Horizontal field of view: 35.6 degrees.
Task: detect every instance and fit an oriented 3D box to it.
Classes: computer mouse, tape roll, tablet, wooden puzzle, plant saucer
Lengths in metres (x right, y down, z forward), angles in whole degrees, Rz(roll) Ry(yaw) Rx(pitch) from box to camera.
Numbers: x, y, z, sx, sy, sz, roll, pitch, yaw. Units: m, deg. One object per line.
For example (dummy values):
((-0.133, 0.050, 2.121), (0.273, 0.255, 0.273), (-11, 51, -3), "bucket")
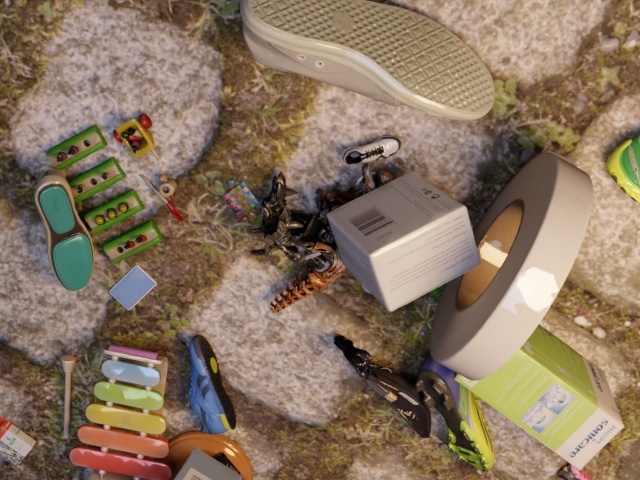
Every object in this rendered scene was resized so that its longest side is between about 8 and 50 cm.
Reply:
((0.137, 0.270, 1.835), (0.060, 0.184, 0.262), (-43, 100, -2), "computer mouse")
((0.303, 0.039, 1.617), (0.072, 0.392, 0.392), (28, 110, -5), "tape roll")
((-0.358, 0.090, 1.902), (0.083, 0.006, 0.054), (-42, 101, 17), "tablet")
((-0.145, -0.075, 1.821), (0.049, 0.006, 0.083), (-34, 103, 16), "wooden puzzle")
((-0.237, 0.479, 2.017), (0.200, 0.037, 0.200), (2, 110, 4), "plant saucer")

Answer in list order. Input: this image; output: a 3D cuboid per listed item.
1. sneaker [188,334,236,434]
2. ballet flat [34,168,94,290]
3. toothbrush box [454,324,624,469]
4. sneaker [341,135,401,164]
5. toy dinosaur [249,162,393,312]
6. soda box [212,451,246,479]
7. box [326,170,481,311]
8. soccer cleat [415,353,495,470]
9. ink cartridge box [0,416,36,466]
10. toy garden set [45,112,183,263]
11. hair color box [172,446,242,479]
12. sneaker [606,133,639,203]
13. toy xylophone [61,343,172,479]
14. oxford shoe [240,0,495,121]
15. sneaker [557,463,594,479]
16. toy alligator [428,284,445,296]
((-0.230, 0.284, 1.928), (0.082, 0.069, 0.209), (-11, 109, 13), "sneaker")
((-0.472, -0.023, 1.831), (0.086, 0.086, 0.248), (2, 126, 5), "ballet flat")
((0.379, 0.241, 1.779), (0.283, 0.206, 0.122), (35, 109, -8), "toothbrush box")
((0.089, -0.153, 1.751), (0.109, 0.044, 0.040), (-17, 106, 10), "sneaker")
((0.000, 0.000, 1.767), (0.218, 0.164, 0.322), (25, 92, -20), "toy dinosaur")
((-0.168, 0.504, 1.969), (0.060, 0.053, 0.169), (-33, 104, 15), "soda box")
((0.136, -0.003, 1.650), (0.182, 0.181, 0.119), (-27, 122, -11), "box")
((0.274, 0.318, 1.879), (0.093, 0.121, 0.289), (3, 133, 44), "soccer cleat")
((-0.645, 0.403, 2.032), (0.115, 0.029, 0.063), (38, 109, -9), "ink cartridge box")
((-0.356, -0.096, 1.811), (0.204, 0.049, 0.244), (-25, 106, 14), "toy garden set")
((-0.292, 0.588, 1.920), (0.114, 0.185, 0.374), (31, 128, 4), "hair color box")
((0.628, -0.077, 1.690), (0.295, 0.109, 0.123), (34, 113, -7), "sneaker")
((-0.404, 0.342, 1.955), (0.236, 0.081, 0.322), (3, 108, 5), "toy xylophone")
((0.076, -0.305, 1.660), (0.449, 0.169, 0.130), (18, 152, -9), "oxford shoe")
((0.507, 0.484, 1.945), (0.057, 0.047, 0.119), (-35, 96, 23), "sneaker")
((0.189, 0.064, 1.818), (0.190, 0.056, 0.051), (28, 70, -5), "toy alligator")
